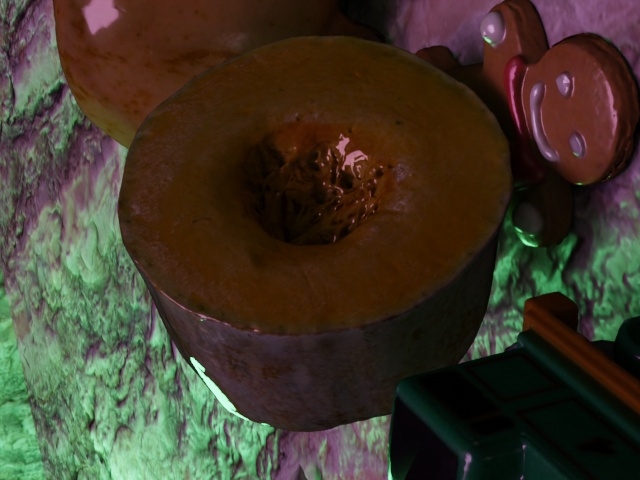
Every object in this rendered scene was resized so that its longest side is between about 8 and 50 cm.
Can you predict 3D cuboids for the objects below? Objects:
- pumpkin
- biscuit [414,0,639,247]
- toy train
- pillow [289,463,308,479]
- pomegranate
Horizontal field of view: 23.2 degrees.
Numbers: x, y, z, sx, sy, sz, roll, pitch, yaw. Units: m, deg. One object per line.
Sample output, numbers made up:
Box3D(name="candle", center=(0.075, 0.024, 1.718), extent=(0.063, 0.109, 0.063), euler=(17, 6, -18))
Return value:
Box3D(name="pumpkin", center=(0.000, 0.000, 1.341), extent=(0.199, 0.332, 0.332), euler=(80, 165, -52))
Box3D(name="biscuit", center=(0.159, -0.099, 1.345), extent=(0.340, 0.047, 0.215), euler=(2, 102, 66))
Box3D(name="toy train", center=(0.211, 0.184, 1.090), extent=(0.429, 0.249, 0.178), euler=(-138, 44, -55))
Box3D(name="pillow", center=(0.005, 0.394, 1.850), extent=(0.254, 0.078, 0.144), euler=(49, 132, 48))
Box3D(name="pomegranate", center=(-0.103, -0.228, 1.583), extent=(0.342, 0.343, 0.342), euler=(38, 133, 57))
